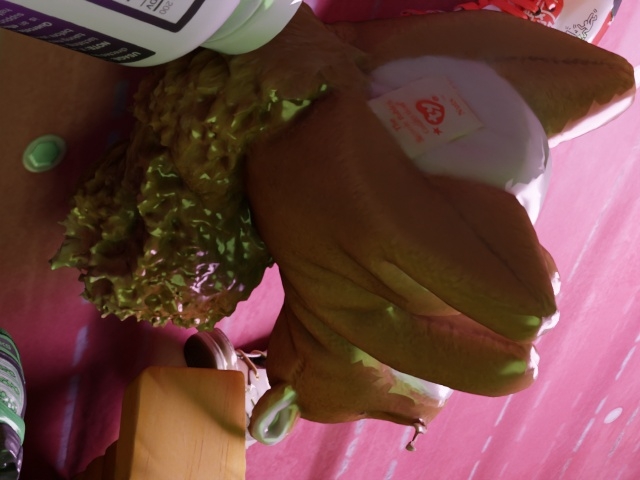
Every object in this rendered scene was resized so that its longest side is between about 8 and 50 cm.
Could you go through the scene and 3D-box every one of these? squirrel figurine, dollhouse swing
[{"bbox_3d":[0.000,0.000,0.957,0.397,0.281,0.370,21,143,-2],"label":"squirrel figurine"},{"bbox_3d":[-0.287,0.251,0.998,0.305,0.315,0.347,28,127,-28],"label":"dollhouse swing"}]

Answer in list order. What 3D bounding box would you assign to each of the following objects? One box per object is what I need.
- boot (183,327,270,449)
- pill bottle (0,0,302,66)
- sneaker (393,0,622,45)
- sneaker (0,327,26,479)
[{"bbox_3d":[-0.046,0.126,1.208,0.165,0.077,0.213,-28,147,-13],"label":"boot"},{"bbox_3d":[-0.156,-0.208,0.673,0.323,0.181,0.181,12,121,-47],"label":"pill bottle"},{"bbox_3d":[0.145,-0.178,1.032,0.270,0.090,0.145,-44,146,12],"label":"sneaker"},{"bbox_3d":[-0.367,0.076,0.797,0.344,0.146,0.134,25,118,-21],"label":"sneaker"}]
